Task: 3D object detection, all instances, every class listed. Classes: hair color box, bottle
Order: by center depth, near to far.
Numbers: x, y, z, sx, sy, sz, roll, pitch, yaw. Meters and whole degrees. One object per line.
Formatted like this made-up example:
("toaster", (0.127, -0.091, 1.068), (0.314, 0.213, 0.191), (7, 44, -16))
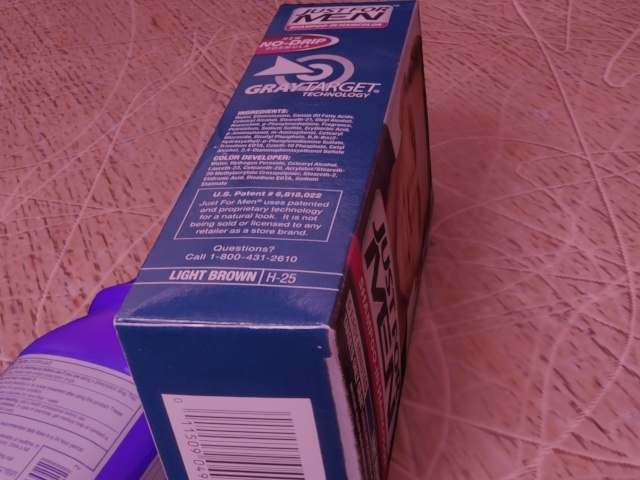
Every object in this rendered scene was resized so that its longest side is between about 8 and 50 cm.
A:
("bottle", (-0.130, 0.105, 0.539), (0.118, 0.092, 0.283), (8, 39, 22))
("hair color box", (0.000, 0.000, 0.583), (0.105, 0.174, 0.347), (0, 37, 12))
